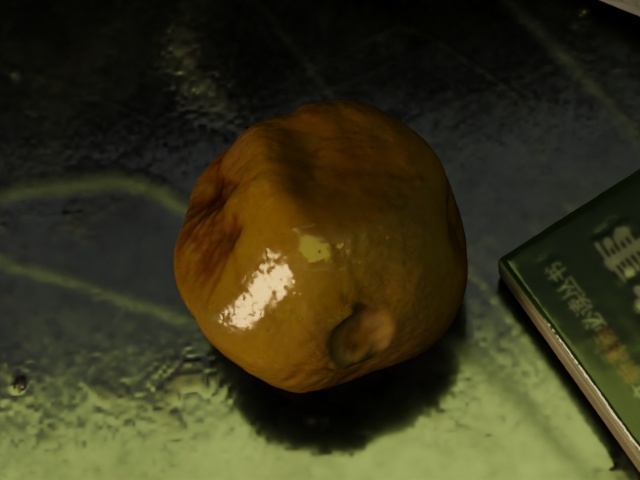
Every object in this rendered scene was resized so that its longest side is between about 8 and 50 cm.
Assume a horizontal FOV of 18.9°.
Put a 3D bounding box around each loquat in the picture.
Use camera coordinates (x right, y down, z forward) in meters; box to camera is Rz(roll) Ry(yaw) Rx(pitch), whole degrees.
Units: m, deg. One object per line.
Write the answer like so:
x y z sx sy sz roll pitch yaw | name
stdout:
0.000 0.000 0.849 0.137 0.113 0.137 -12 52 16 | loquat

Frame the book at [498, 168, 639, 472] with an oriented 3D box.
0.243 0.020 0.865 0.264 0.027 0.202 -32 71 -7 | book

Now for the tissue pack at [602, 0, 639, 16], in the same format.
0.199 -0.143 0.911 0.193 0.026 0.123 31 78 27 | tissue pack
